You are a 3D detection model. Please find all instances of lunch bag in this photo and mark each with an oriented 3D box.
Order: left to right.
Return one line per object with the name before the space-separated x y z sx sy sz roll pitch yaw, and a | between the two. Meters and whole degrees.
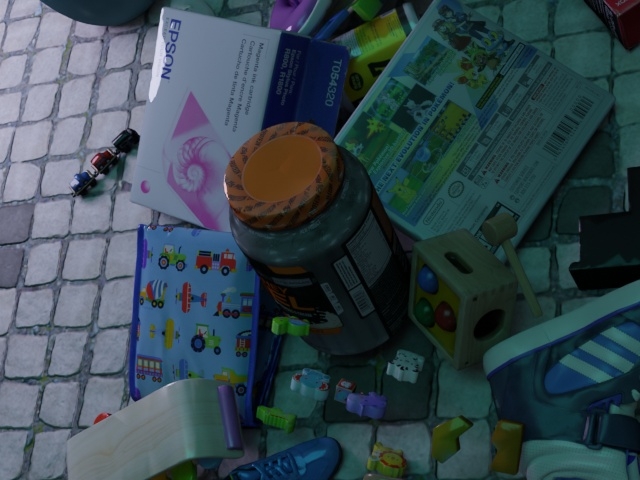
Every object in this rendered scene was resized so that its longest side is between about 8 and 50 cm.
lunch bag | -0.171 0.137 1.576 0.221 0.138 0.293 6 81 27

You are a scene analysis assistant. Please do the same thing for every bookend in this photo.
bookend | 0.410 -0.023 1.405 0.157 0.072 0.156 -7 63 23

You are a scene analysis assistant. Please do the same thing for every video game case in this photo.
video game case | 0.204 -0.148 1.521 0.300 0.036 0.329 34 84 10

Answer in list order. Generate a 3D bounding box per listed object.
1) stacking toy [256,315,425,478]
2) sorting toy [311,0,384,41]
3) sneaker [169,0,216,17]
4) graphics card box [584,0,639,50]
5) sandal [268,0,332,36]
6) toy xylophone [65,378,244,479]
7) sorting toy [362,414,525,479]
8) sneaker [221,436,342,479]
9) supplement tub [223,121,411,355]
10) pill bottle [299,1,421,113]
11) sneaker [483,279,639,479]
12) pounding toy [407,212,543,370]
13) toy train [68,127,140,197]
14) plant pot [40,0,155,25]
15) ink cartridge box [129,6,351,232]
stacking toy | 0.022 0.204 1.407 0.221 0.052 0.167 17 115 15
sorting toy | 0.109 -0.416 1.681 0.196 0.047 0.348 -24 26 55
sneaker | -0.226 -0.369 1.854 0.080 0.094 0.212 -29 57 12
graphics card box | 0.448 -0.485 1.596 0.233 0.094 0.371 -33 56 8
sandal | -0.036 -0.482 1.777 0.169 0.102 0.416 -29 39 49
toy xylophone | -0.248 0.327 1.495 0.322 0.081 0.236 -22 59 31
sorting toy | 0.148 0.359 1.287 0.229 0.041 0.307 8 93 21
sneaker | -0.069 0.327 1.458 0.209 0.082 0.069 -29 56 8
supplement tub | 0.000 0.000 1.425 0.193 0.316 0.194 -12 50 15
pill bottle | 0.071 -0.271 1.653 0.208 0.119 0.119 -25 58 13
sneaker | 0.376 0.192 1.298 0.322 0.130 0.236 -23 67 10
pounding toy | 0.192 0.060 1.360 0.094 0.206 0.181 -17 40 -22
toy train | -0.377 -0.135 1.846 0.158 0.036 0.027 -45 56 0
plant pot | -0.413 -0.528 1.932 0.293 0.235 0.293 -10 63 20
ink cartridge box | -0.135 -0.175 1.656 0.330 0.071 0.324 17 102 31
